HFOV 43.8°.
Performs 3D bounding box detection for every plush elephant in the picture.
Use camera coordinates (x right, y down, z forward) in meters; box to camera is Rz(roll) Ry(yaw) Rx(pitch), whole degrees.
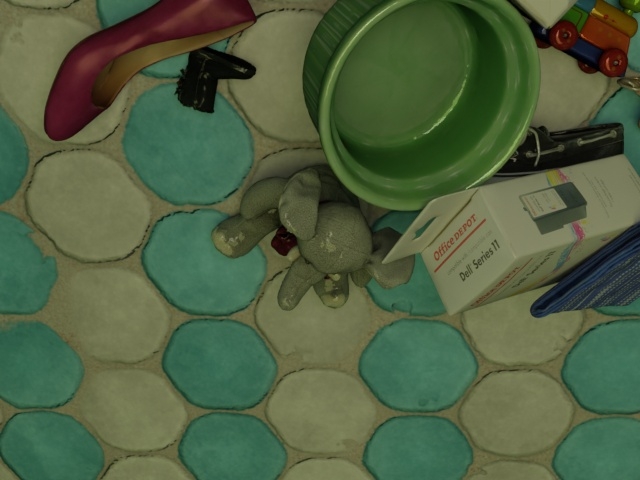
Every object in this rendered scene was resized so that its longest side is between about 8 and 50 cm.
[{"bbox_3d":[0.000,0.000,1.279,0.271,0.255,0.330,34,114,-14],"label":"plush elephant"}]

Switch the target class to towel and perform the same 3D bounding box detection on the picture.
[{"bbox_3d":[0.504,0.050,1.264,0.336,0.040,0.243,0,144,-44],"label":"towel"}]

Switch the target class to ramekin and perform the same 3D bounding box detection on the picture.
[{"bbox_3d":[0.122,-0.206,1.058,0.303,0.148,0.304,-10,124,-15],"label":"ramekin"}]

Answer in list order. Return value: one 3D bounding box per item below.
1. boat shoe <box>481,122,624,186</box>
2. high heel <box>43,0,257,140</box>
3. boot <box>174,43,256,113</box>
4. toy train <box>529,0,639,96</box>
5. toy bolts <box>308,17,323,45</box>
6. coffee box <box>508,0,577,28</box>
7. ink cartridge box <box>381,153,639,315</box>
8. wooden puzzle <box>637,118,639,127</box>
[{"bbox_3d":[0.335,-0.142,1.269,0.306,0.113,0.105,-3,111,1],"label":"boat shoe"},{"bbox_3d":[-0.270,-0.260,1.213,0.181,0.127,0.377,42,110,4],"label":"high heel"},{"bbox_3d":[-0.171,-0.252,1.276,0.121,0.045,0.099,20,115,1],"label":"boot"},{"bbox_3d":[0.450,-0.312,1.188,0.248,0.105,0.143,25,103,-10],"label":"toy train"},{"bbox_3d":[0.087,-0.233,1.175,0.158,0.218,0.229,27,126,17],"label":"toy bolts"},{"bbox_3d":[0.243,-0.393,1.036,0.168,0.297,0.119,39,108,-15],"label":"coffee box"},{"bbox_3d":[0.290,0.000,1.167,0.353,0.119,0.207,-13,157,-25],"label":"ink cartridge box"},{"bbox_3d":[0.652,-0.221,1.252,0.238,0.044,0.221,26,116,-16],"label":"wooden puzzle"}]
